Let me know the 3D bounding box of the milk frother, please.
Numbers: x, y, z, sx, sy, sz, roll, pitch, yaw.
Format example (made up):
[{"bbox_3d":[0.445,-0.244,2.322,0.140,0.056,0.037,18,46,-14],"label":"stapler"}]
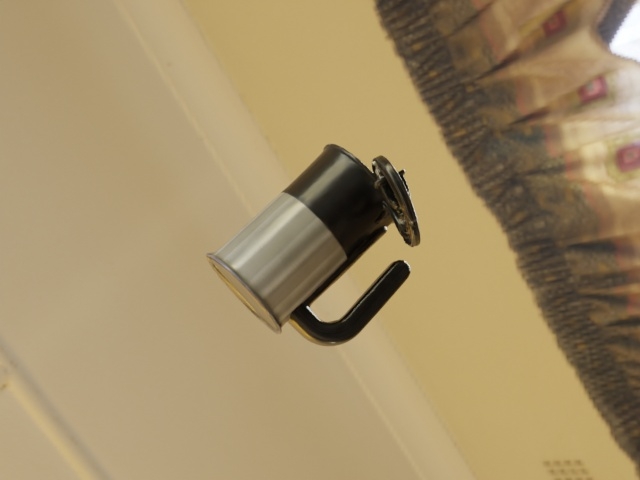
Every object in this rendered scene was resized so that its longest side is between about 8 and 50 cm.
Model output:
[{"bbox_3d":[0.000,0.000,0.790,0.129,0.143,0.135,41,-103,19],"label":"milk frother"}]
